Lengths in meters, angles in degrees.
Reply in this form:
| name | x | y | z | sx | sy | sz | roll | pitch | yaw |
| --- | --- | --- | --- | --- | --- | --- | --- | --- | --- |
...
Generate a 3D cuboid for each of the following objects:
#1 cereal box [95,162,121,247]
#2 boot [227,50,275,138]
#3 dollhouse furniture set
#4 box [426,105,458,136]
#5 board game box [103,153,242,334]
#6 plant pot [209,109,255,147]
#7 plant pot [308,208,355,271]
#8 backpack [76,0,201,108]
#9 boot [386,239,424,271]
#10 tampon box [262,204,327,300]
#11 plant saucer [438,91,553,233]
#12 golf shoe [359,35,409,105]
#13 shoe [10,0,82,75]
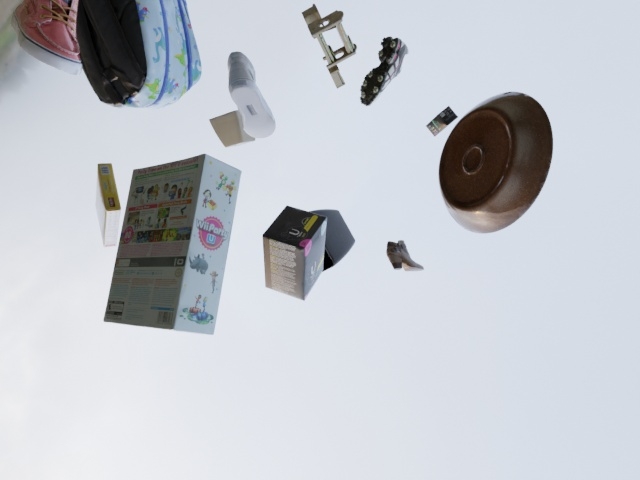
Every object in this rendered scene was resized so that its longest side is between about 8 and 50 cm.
| name | x | y | z | sx | sy | sz | roll | pitch | yaw |
| --- | --- | --- | --- | --- | --- | --- | --- | --- | --- |
| cereal box | -0.676 | -0.106 | 1.473 | 0.240 | 0.047 | 0.173 | -49 | -124 | 53 |
| boot | -0.183 | -0.386 | 1.245 | 0.095 | 0.258 | 0.123 | -9 | -108 | 2 |
| dollhouse furniture set | 0.041 | -0.571 | 1.337 | 0.101 | 0.182 | 0.160 | -25 | -131 | 10 |
| box | 0.408 | -0.401 | 1.566 | 0.062 | 0.052 | 0.083 | -40 | 179 | -23 |
| board game box | -0.274 | 0.010 | 0.856 | 0.224 | 0.098 | 0.303 | -2 | -104 | 36 |
| plant pot | -0.263 | -0.348 | 1.455 | 0.109 | 0.096 | 0.109 | -10 | -169 | 29 |
| plant pot | 0.000 | 0.000 | 1.516 | 0.167 | 0.188 | 0.187 | -26 | 176 | -42 |
| backpack | -0.408 | -0.461 | 0.992 | 0.290 | 0.273 | 0.355 | -11 | -93 | 28 |
| boot | 0.239 | 0.042 | 1.318 | 0.042 | 0.119 | 0.086 | -36 | -126 | 51 |
| tampon box | -0.056 | 0.028 | 1.033 | 0.102 | 0.161 | 0.120 | 17 | -137 | 15 |
| plant saucer | 0.223 | -0.109 | 0.642 | 0.199 | 0.036 | 0.198 | -27 | -120 | 61 |
| golf shoe | 0.253 | -0.638 | 1.794 | 0.105 | 0.120 | 0.272 | 46 | -62 | 37 |
| shoe | -0.336 | -0.277 | 0.582 | 0.178 | 0.063 | 0.081 | 44 | -70 | 34 |
